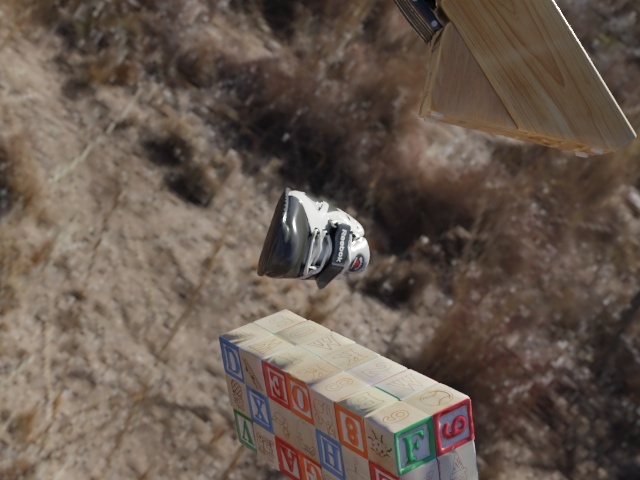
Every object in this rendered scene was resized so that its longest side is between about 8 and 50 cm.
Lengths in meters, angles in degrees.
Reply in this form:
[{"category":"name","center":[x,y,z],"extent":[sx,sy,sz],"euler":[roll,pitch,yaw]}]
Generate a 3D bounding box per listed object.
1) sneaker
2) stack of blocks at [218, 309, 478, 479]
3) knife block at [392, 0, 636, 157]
[{"category":"sneaker","center":[0.000,0.000,1.699],"extent":[0.146,0.122,0.330],"euler":[21,10,3]},{"category":"stack of blocks","center":[0.023,0.194,1.170],"extent":[0.087,0.171,0.297],"euler":[-20,24,-29]},{"category":"knife block","center":[0.188,-0.225,1.195],"extent":[0.276,0.242,0.088],"euler":[13,1,-2]}]
